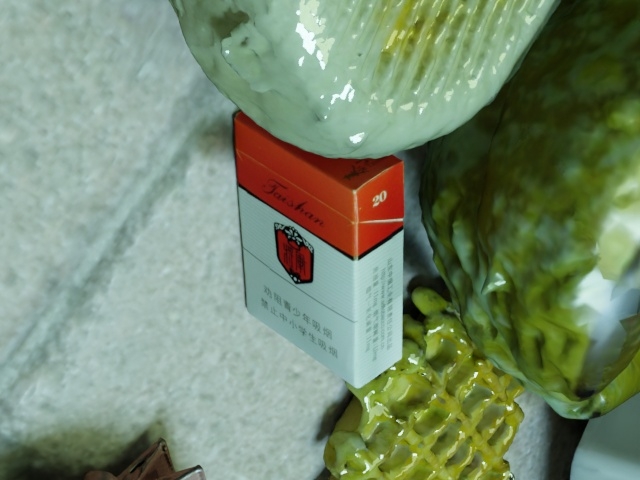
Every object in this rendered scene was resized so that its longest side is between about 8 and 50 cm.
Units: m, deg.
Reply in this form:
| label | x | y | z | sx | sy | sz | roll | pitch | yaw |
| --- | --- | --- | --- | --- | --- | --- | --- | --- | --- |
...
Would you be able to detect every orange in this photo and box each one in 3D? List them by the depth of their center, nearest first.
| label | x | y | z | sx | sy | sz | roll | pitch | yaw |
| --- | --- | --- | --- | --- | --- | --- | --- | --- | --- |
| orange | 0.172 | -0.034 | 1.070 | 0.271 | 0.210 | 0.368 | -61 | 163 | -7 |

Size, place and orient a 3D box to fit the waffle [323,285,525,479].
| label | x | y | z | sx | sy | sz | roll | pitch | yaw |
| --- | --- | --- | --- | --- | --- | --- | --- | --- | --- |
| waffle | 0.095 | 0.131 | 1.260 | 0.249 | 0.056 | 0.253 | -27 | 134 | -35 |

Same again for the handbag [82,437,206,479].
| label | x | y | z | sx | sy | sz | roll | pitch | yaw |
| --- | --- | --- | --- | --- | --- | --- | --- | --- | --- |
| handbag | -0.148 | 0.233 | 1.041 | 0.212 | 0.059 | 0.157 | -41 | 144 | -24 |

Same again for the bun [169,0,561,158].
| label | x | y | z | sx | sy | sz | roll | pitch | yaw |
| --- | --- | --- | --- | --- | --- | --- | --- | --- | --- |
| bun | 0.018 | -0.160 | 0.851 | 0.244 | 0.153 | 0.244 | -10 | 107 | -35 |

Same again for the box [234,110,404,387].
| label | x | y | z | sx | sy | sz | roll | pitch | yaw |
| --- | --- | --- | --- | --- | --- | --- | --- | --- | --- |
| box | 0.000 | 0.000 | 0.998 | 0.048 | 0.100 | 0.152 | -33 | 139 | -34 |

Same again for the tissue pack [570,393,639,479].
| label | x | y | z | sx | sy | sz | roll | pitch | yaw |
| --- | --- | --- | --- | --- | --- | --- | --- | --- | --- |
| tissue pack | 0.297 | 0.231 | 1.473 | 0.159 | 0.136 | 0.246 | -57 | 153 | -43 |
